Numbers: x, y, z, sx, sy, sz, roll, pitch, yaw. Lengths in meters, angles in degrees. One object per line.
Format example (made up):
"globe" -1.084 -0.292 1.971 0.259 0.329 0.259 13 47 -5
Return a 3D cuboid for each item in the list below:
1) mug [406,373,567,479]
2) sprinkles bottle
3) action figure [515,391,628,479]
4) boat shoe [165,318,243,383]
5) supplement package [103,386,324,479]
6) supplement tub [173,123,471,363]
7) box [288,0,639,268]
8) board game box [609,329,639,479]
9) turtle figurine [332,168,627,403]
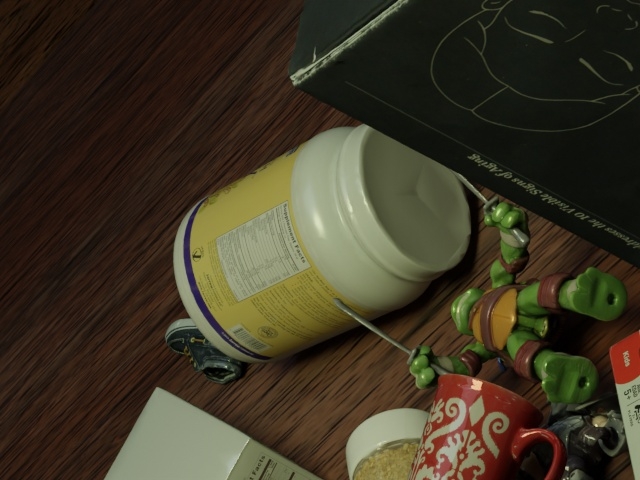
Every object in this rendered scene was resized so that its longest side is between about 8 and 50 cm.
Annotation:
"mug" 0.147 0.229 1.504 0.150 0.113 0.169 -12 51 62
"sprinkles bottle" 0.110 0.340 1.608 0.121 0.121 0.355 -41 35 23
"action figure" 0.245 0.250 1.534 0.185 0.099 0.285 -46 26 39
"boat shoe" -0.169 0.159 2.199 0.183 0.065 0.083 -12 51 47
"supplement package" -0.148 0.330 1.942 0.262 0.145 0.204 17 76 57
"supplement tub" 0.000 0.000 1.952 0.331 0.241 0.241 -27 42 38
"box" 0.308 -0.248 1.459 0.472 0.480 0.297 -32 39 50
"board game box" 0.426 0.159 1.382 0.302 0.086 0.308 -36 37 29
"turtle figurine" 0.169 0.065 1.603 0.198 0.275 0.266 -40 23 -19
